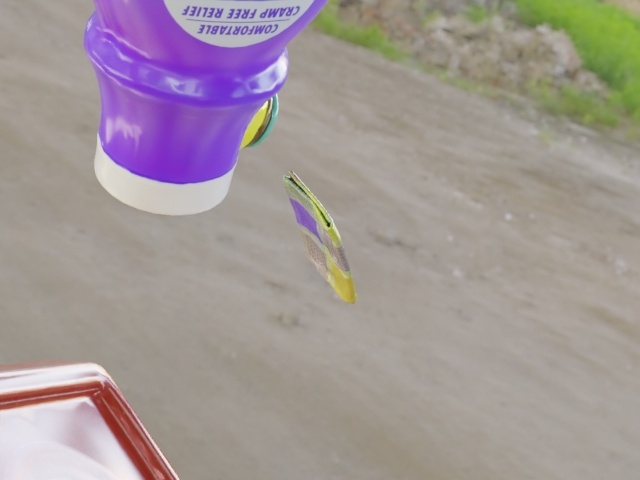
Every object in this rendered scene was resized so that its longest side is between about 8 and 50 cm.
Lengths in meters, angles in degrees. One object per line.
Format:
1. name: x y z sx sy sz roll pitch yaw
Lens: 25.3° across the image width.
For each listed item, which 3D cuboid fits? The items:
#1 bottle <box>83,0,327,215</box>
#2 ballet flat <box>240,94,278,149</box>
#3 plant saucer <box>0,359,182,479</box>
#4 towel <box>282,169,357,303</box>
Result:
1. bottle: -0.044 -0.141 0.602 0.118 0.283 0.092 -3 39 -26
2. ballet flat: -0.092 -0.145 0.897 0.077 0.077 0.231 11 38 -33
3. plant saucer: -0.089 0.147 0.573 0.259 0.047 0.258 53 10 11
4. towel: 0.000 0.000 0.892 0.009 0.083 0.060 -31 53 -12
